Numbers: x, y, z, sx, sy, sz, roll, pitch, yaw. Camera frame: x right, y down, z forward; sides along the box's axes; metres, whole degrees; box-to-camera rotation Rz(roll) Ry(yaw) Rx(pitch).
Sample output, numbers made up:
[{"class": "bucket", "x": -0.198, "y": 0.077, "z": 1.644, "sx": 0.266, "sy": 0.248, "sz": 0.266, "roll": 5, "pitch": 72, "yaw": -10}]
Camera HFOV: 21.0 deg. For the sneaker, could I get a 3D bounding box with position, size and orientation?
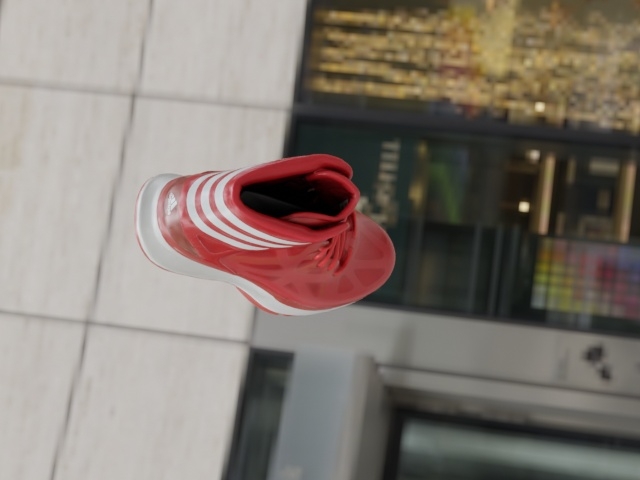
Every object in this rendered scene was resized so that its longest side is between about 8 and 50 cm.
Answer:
[{"class": "sneaker", "x": 0.000, "y": 0.000, "z": 1.113, "sx": 0.221, "sy": 0.128, "sz": 0.087, "roll": 7, "pitch": -100, "yaw": -46}]
